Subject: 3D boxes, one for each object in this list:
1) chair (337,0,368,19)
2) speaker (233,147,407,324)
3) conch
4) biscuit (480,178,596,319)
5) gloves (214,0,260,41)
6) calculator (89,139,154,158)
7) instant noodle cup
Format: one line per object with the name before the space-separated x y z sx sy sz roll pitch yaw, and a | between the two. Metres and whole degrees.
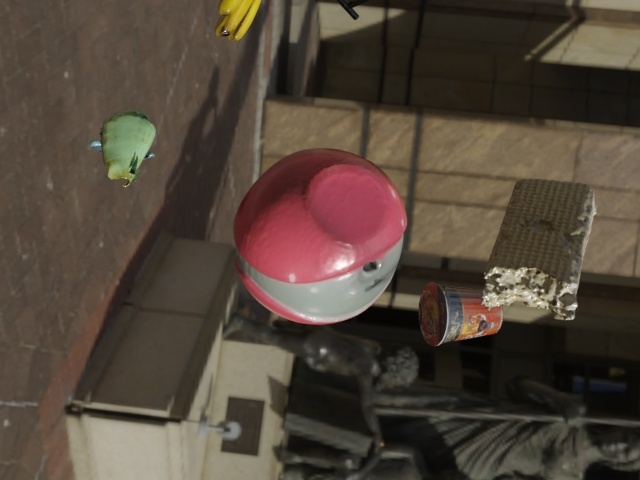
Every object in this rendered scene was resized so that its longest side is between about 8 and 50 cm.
chair | 0.036 -0.491 1.237 0.260 0.154 0.142 37 54 -39
speaker | 0.000 0.000 1.297 0.294 0.294 0.295 6 90 -86
conch | -0.376 -0.182 1.507 0.079 0.105 0.170 89 9 -61
biscuit | 0.274 0.003 0.976 0.239 0.108 0.062 -58 147 -47
gloves | -0.098 -0.394 1.000 0.133 0.116 0.295 70 28 -73
calculator | -0.403 -0.188 1.630 0.141 0.094 0.019 20 65 -60
instant noodle cup | 0.279 0.144 1.559 0.127 0.135 0.127 180 -90 -71
